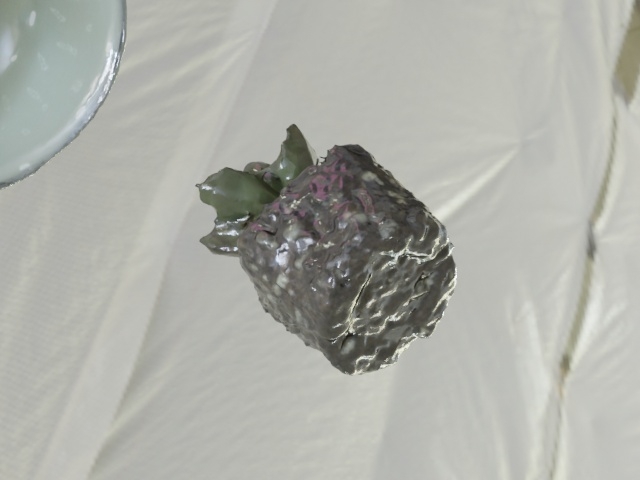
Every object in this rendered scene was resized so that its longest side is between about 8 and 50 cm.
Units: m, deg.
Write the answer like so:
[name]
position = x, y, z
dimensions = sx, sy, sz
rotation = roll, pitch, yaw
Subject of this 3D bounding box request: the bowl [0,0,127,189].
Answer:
[bowl]
position = -0.363, -0.222, 1.140
dimensions = 0.337, 0.157, 0.337
rotation = -14, -59, -24

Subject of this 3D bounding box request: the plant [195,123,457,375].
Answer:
[plant]
position = 0.000, 0.000, 1.489
dimensions = 0.215, 0.312, 0.213
rotation = -40, -46, -16
